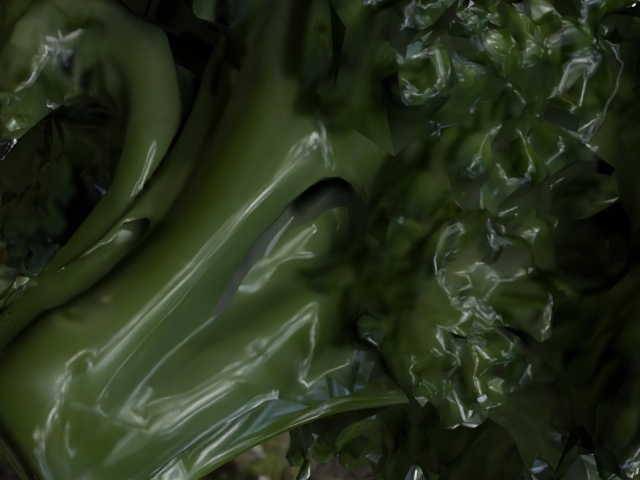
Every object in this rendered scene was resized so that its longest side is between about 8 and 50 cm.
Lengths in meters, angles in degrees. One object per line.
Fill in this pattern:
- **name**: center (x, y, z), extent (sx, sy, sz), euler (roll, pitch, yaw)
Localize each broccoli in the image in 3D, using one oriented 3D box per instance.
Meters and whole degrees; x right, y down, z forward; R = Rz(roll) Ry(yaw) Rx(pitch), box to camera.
- **broccoli**: center (0.006, -0.019, 0.597), extent (0.277, 0.317, 0.338), euler (131, -51, -68)

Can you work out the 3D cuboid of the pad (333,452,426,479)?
- **pad**: center (0.143, 0.112, 1.008), extent (0.007, 0.247, 0.367), euler (63, 0, 18)
